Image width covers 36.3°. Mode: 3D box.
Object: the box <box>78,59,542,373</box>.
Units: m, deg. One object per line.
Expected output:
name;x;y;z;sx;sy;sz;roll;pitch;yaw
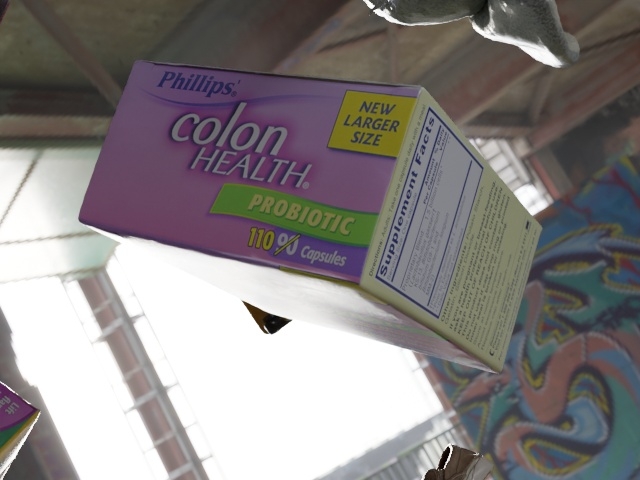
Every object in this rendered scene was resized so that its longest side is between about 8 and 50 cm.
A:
box;0.006;-0.011;0.667;0.213;0.117;0.243;12;-13;31

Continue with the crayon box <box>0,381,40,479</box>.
crayon box;-0.473;0.336;0.986;0.313;0.106;0.363;-54;-1;36

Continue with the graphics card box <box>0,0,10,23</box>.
graphics card box;-0.436;-0.299;0.844;0.094;0.371;0.233;-36;26;8

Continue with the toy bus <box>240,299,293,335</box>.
toy bus;0.000;0.000;1.092;0.130;0.108;0.332;-33;-5;-29

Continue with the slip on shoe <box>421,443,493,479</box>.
slip on shoe;0.095;0.200;0.766;0.135;0.041;0.051;-32;-25;-55

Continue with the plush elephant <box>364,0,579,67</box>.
plush elephant;0.095;-0.253;0.657;0.330;0.271;0.255;-61;0;-9
